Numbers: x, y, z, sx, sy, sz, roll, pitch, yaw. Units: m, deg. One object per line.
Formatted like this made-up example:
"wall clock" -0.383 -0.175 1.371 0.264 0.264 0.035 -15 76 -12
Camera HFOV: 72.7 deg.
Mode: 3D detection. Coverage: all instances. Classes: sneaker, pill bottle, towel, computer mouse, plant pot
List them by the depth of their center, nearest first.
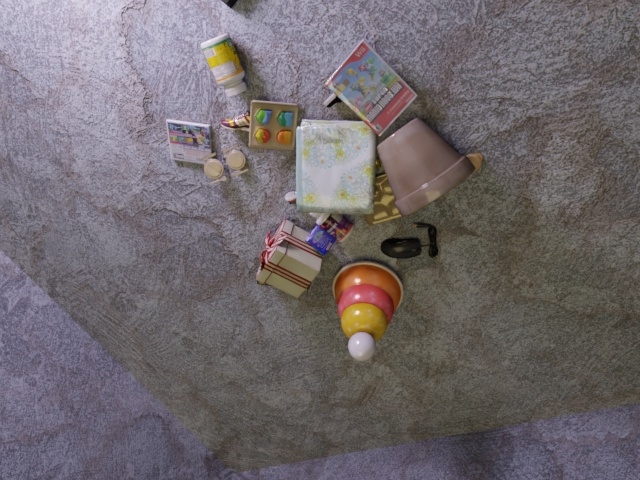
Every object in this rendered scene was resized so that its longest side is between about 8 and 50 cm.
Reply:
"sneaker" 0.124 -0.546 1.652 0.216 0.079 0.121 -34 108 27
"plant pot" 0.367 -0.294 1.652 0.323 0.323 0.280 -34 93 29
"pill bottle" -0.361 -0.666 1.665 0.117 0.118 0.209 -12 119 20
"towel" 0.062 -0.295 1.751 0.320 0.090 0.375 3 100 11
"sneaker" -0.321 -0.499 1.797 0.185 0.070 0.084 7 125 -2
"pill bottle" 0.049 -0.089 1.949 0.193 0.108 0.108 38 123 -12
"sneaker" -0.078 -0.195 1.953 0.157 0.061 0.065 -5 148 17
"computer mouse" 0.400 0.009 1.959 0.261 0.060 0.184 2 123 12

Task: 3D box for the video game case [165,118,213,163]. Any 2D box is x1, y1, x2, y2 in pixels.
"video game case" -0.576 -0.434 1.924 0.201 0.023 0.184 10 124 8

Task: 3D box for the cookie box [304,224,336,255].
"cookie box" 0.000 0.000 1.940 0.107 0.040 0.092 40 81 -21

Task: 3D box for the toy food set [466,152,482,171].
"toy food set" 0.598 -0.309 1.731 0.082 0.020 0.083 6 124 10

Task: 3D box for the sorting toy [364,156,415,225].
"sorting toy" 0.261 -0.226 1.858 0.228 0.041 0.308 -14 114 21

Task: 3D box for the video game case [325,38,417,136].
"video game case" 0.188 -0.553 1.595 0.285 0.025 0.204 39 107 -18

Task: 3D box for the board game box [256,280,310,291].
"board game box" -0.173 0.183 2.159 0.259 0.136 0.030 8 131 7

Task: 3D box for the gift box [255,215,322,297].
"gift box" -0.139 0.061 2.013 0.258 0.255 0.276 26 123 -13

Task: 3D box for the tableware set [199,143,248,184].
"tableware set" -0.420 -0.337 1.925 0.194 0.039 0.128 -19 103 6

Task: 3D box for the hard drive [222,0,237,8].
"hard drive" -0.364 -0.966 1.510 0.172 0.054 0.255 -35 109 29

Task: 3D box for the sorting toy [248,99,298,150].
"sorting toy" -0.191 -0.461 1.770 0.192 0.038 0.208 0 127 -13

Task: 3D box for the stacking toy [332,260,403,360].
"stacking toy" 0.192 0.351 1.974 0.350 0.480 0.351 6 123 10
